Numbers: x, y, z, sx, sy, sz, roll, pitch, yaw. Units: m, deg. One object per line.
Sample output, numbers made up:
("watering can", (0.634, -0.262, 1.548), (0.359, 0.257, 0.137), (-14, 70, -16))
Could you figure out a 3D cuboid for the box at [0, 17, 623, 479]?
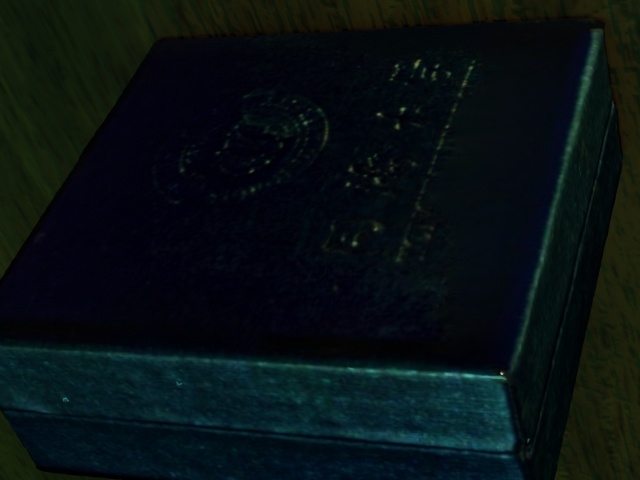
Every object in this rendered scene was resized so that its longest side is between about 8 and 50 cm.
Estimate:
("box", (0.000, 0.000, 0.686), (0.279, 0.261, 0.116), (2, 132, 22))
